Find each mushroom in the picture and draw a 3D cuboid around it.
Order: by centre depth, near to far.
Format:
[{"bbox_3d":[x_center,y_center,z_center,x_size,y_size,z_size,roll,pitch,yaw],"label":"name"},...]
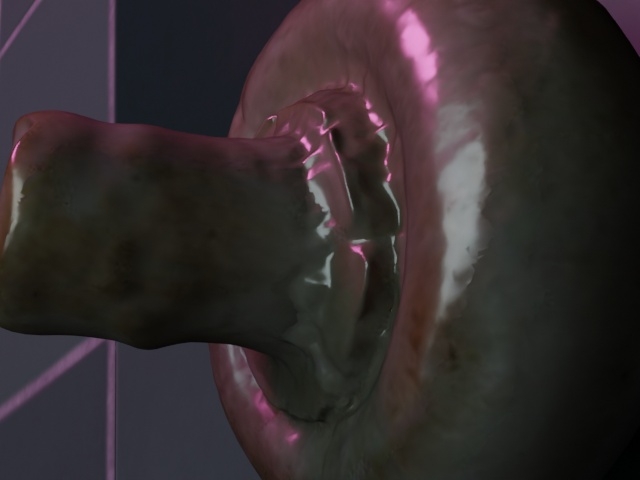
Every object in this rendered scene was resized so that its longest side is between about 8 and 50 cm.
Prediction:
[{"bbox_3d":[0.014,-0.010,0.478,0.206,0.209,0.206,-45,20,22],"label":"mushroom"}]
